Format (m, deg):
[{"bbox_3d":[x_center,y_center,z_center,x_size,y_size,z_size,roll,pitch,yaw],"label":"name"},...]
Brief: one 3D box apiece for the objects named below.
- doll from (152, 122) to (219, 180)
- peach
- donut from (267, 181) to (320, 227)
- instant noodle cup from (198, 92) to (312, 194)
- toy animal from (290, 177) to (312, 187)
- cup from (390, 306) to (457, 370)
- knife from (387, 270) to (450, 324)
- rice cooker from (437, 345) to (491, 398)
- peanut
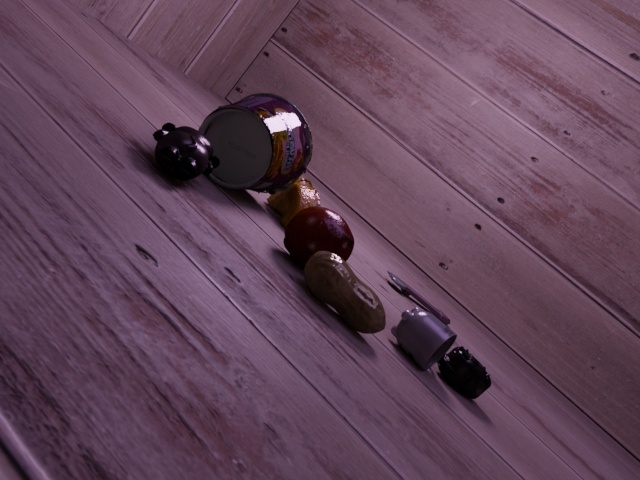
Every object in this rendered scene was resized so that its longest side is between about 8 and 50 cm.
[{"bbox_3d":[-0.349,-0.224,1.498,0.182,0.117,0.257,39,10,-17],"label":"doll"},{"bbox_3d":[0.000,0.000,1.598,0.197,0.197,0.197,39,9,-8],"label":"peach"},{"bbox_3d":[-0.082,-0.128,1.975,0.101,0.152,0.259,30,12,-34],"label":"donut"},{"bbox_3d":[-0.215,-0.295,1.814,0.340,0.339,0.266,40,18,3],"label":"instant noodle cup"},{"bbox_3d":[-0.113,-0.213,2.301,0.229,0.156,0.156,50,13,32],"label":"toy animal"},{"bbox_3d":[0.289,0.267,1.627,0.142,0.134,0.173,42,11,27],"label":"cup"},{"bbox_3d":[0.430,0.258,2.511,0.399,0.038,0.132,37,11,-23],"label":"knife"},{"bbox_3d":[0.419,0.383,1.686,0.165,0.106,0.112,48,11,-14],"label":"rice cooker"},{"bbox_3d":[0.060,0.133,1.439,0.256,0.123,0.123,45,10,10],"label":"peanut"}]
